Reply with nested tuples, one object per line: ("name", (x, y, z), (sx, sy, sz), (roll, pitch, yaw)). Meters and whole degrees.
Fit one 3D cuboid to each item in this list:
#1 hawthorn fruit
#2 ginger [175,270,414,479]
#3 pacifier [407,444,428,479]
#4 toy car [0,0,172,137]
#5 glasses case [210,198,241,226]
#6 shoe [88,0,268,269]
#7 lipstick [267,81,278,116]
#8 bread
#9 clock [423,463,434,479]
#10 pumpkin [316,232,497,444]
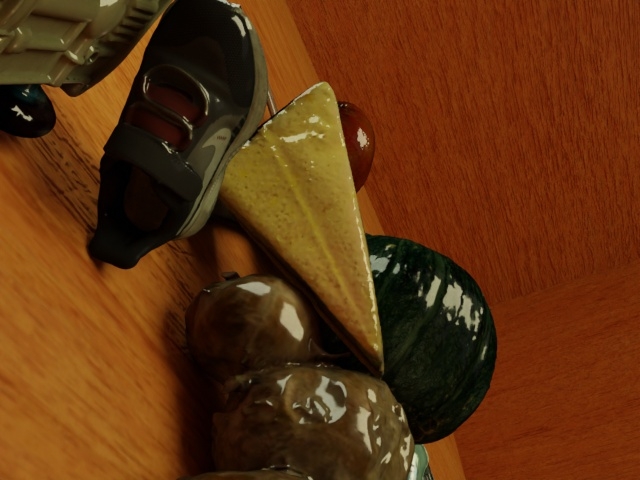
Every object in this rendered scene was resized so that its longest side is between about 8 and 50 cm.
("hawthorn fruit", (0.007, -0.167, 1.149), (0.224, 0.224, 0.260), (-85, 176, -65))
("ginger", (-0.026, 0.205, 0.433), (0.256, 0.176, 0.375), (44, 25, -27))
("pacifier", (0.134, 0.436, 1.015), (0.116, 0.127, 0.150), (125, -26, -59))
("toy car", (-0.199, -0.185, 0.290), (0.198, 0.204, 0.248), (44, 15, -9))
("glasses case", (-0.109, -0.067, 0.738), (0.299, 0.060, 0.114), (22, 55, -75))
("shoe", (-0.116, -0.069, 0.414), (0.099, 0.227, 0.112), (28, 38, -3))
("lipstick", (-0.117, -0.331, 1.257), (0.019, 0.019, 0.094), (25, 46, -75))
("bread", (0.030, -0.008, 0.578), (0.264, 0.163, 0.167), (46, -10, 19))
("clock", (0.265, 0.632, 1.388), (0.184, 0.040, 0.184), (-20, 90, -78))
("pumpkin", (0.112, 0.134, 0.720), (0.293, 0.197, 0.263), (47, 60, -25))
